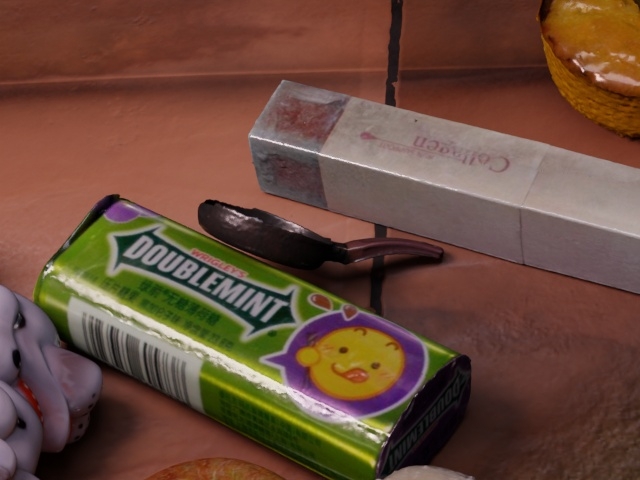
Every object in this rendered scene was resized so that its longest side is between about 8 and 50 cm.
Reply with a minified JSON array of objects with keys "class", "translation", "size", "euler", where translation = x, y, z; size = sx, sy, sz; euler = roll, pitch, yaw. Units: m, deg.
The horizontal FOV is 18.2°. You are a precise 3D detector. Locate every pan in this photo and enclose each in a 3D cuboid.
[{"class":"pan","translation":[0.000,0.003,1.642],"size":[0.212,0.040,0.115],"euler":[11,8,-17]}]

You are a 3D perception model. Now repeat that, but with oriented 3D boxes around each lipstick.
[{"class":"lipstick","translation":[0.123,-0.045,1.669],"size":[0.371,0.080,0.076],"euler":[15,53,22]}]

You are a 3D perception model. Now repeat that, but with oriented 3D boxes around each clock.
[{"class":"clock","translation":[-0.268,0.133,1.541],"size":[0.188,0.189,0.254],"euler":[2,38,11]}]

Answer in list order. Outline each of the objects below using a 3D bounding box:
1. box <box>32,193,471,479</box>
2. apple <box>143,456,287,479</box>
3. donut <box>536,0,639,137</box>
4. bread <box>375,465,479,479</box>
[{"class":"box","translation":[-0.060,0.078,1.582],"size":[0.345,0.097,0.134],"euler":[25,54,28]},{"class":"apple","translation":[-0.074,0.258,1.371],"size":[0.211,0.188,0.211],"euler":[1,54,-1]},{"class":"donut","translation":[0.309,-0.196,1.741],"size":[0.253,0.118,0.253],"euler":[-6,52,7]},{"class":"bread","translation":[0.149,0.284,1.375],"size":[0.183,0.102,0.337],"euler":[-17,47,-10]}]
